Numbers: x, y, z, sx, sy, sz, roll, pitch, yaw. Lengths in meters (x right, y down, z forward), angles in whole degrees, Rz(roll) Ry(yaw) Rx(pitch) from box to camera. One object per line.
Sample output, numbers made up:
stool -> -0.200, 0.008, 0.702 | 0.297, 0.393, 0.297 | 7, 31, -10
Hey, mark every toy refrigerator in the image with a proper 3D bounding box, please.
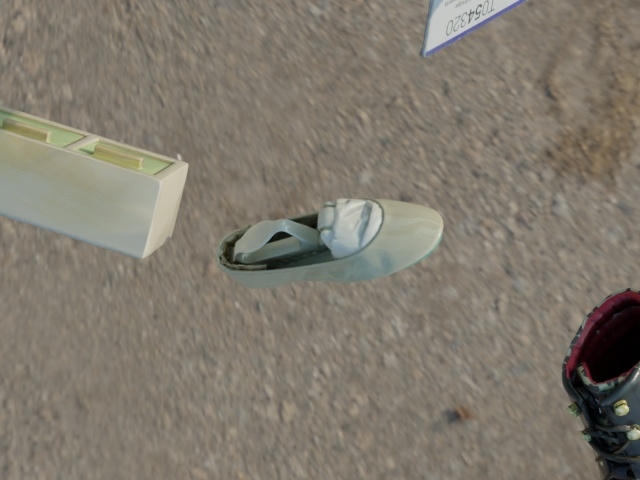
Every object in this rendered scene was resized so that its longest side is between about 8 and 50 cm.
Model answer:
toy refrigerator -> -0.279, -0.073, 1.620 | 0.269, 0.102, 0.094 | 18, 105, 8

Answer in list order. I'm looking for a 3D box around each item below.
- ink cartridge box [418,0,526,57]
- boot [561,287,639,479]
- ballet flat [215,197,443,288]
ink cartridge box -> 0.167, -0.346, 1.247 | 0.071, 0.324, 0.330 | 29, 130, 26
boot -> 0.200, 0.167, 1.047 | 0.179, 0.085, 0.236 | 55, 50, -33
ballet flat -> 0.000, 0.000, 1.593 | 0.248, 0.086, 0.086 | -13, 112, 32
